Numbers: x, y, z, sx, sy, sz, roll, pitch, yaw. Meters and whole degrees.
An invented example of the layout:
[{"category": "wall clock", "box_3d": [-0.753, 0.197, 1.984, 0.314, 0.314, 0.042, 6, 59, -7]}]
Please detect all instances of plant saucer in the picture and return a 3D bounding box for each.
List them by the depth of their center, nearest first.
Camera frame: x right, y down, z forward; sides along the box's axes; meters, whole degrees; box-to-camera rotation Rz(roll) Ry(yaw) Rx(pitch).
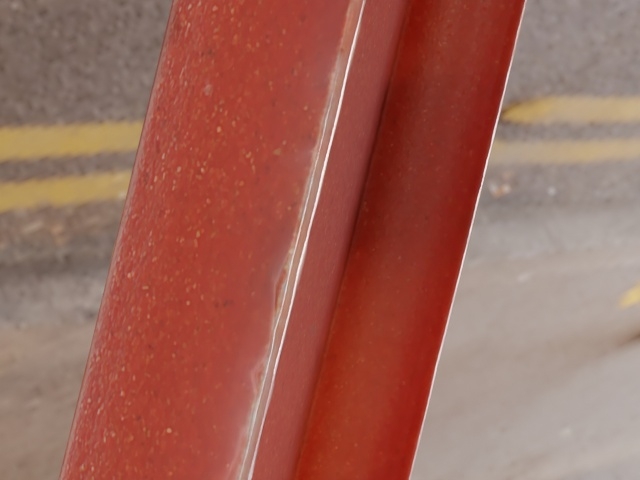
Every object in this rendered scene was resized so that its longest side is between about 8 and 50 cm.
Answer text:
[{"category": "plant saucer", "box_3d": [0.000, 0.000, 0.471, 0.048, 0.259, 0.258, 13, -178, 11]}]
